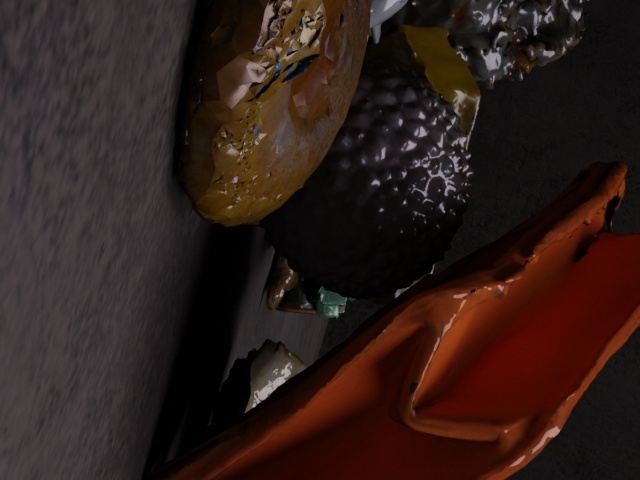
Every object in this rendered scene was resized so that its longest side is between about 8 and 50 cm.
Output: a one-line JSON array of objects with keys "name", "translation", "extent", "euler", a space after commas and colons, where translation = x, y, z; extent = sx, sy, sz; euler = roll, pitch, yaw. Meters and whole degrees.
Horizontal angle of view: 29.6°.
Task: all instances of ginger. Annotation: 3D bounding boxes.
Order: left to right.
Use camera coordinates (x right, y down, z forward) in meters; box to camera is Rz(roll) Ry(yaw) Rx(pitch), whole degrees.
[{"name": "ginger", "translation": [-0.036, 0.032, 1.297], "extent": [0.048, 0.030, 0.097], "euler": [100, 4, -74]}]

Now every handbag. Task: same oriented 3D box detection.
[{"name": "handbag", "translation": [0.087, 0.084, 0.897], "extent": [0.303, 0.116, 0.410], "euler": [-33, 177, 32]}]

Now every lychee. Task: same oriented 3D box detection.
[{"name": "lychee", "translation": [0.021, -0.035, 0.862], "extent": [0.197, 0.165, 0.165], "euler": [-52, -172, 29]}]

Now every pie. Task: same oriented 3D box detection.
[{"name": "pie", "translation": [-0.013, -0.136, 0.676], "extent": [0.273, 0.069, 0.273], "euler": [13, 90, -83]}]

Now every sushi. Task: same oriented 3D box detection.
[{"name": "sushi", "translation": [0.179, -0.361, 1.280], "extent": [0.417, 0.176, 0.417], "euler": [6, 90, -65]}]

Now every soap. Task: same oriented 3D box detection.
[{"name": "soap", "translation": [0.056, -0.084, 1.163], "extent": [0.080, 0.160, 0.257], "euler": [-9, 120, -51]}]

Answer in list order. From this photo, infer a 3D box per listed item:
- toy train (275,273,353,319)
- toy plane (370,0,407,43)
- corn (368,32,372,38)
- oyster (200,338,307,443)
[{"name": "toy train", "translation": [0.000, 0.000, 1.358], "extent": [0.118, 0.074, 0.175], "euler": [173, -79, -65]}, {"name": "toy plane", "translation": [0.050, -0.255, 1.055], "extent": [0.174, 0.080, 0.174], "euler": [8, 90, -74]}, {"name": "corn", "translation": [0.052, -0.250, 1.528], "extent": [0.083, 0.028, 0.027], "euler": [-76, 175, -74]}, {"name": "oyster", "translation": [-0.091, 0.247, 0.993], "extent": [0.204, 0.111, 0.396], "euler": [64, 38, -57]}]
